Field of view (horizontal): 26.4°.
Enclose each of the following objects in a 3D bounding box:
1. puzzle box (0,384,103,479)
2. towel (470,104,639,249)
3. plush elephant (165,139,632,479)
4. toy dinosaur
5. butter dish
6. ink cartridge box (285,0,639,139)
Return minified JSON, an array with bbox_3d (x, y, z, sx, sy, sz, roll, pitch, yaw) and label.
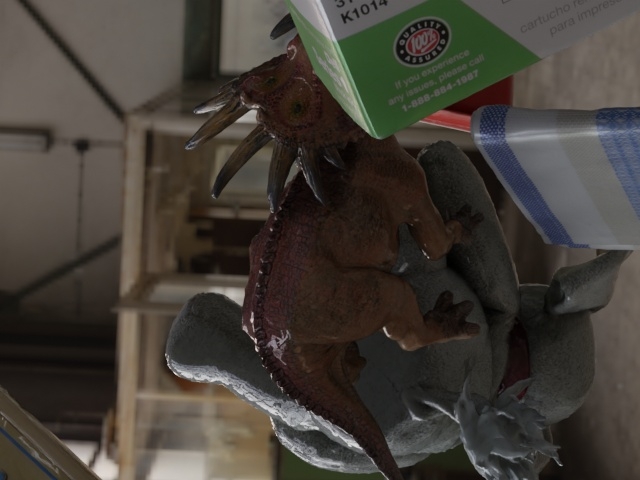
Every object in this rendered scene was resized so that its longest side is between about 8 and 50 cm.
[{"bbox_3d":[-0.249,0.312,0.810,0.409,0.272,0.052,-47,5,-10],"label":"puzzle box"},{"bbox_3d":[0.249,-0.040,0.825,0.209,0.285,0.034,39,-125,-59],"label":"towel"},{"bbox_3d":[0.102,0.068,1.042,0.255,0.330,0.272,5,-62,-53],"label":"plush elephant"},{"bbox_3d":[0.000,0.000,0.828,0.200,0.127,0.296,15,-102,-56],"label":"toy dinosaur"},{"bbox_3d":[0.137,-0.175,1.383,0.160,0.160,0.118,-54,-25,-82],"label":"butter dish"},{"bbox_3d":[0.041,-0.178,0.553,0.219,0.160,0.092,64,177,-32],"label":"ink cartridge box"}]
